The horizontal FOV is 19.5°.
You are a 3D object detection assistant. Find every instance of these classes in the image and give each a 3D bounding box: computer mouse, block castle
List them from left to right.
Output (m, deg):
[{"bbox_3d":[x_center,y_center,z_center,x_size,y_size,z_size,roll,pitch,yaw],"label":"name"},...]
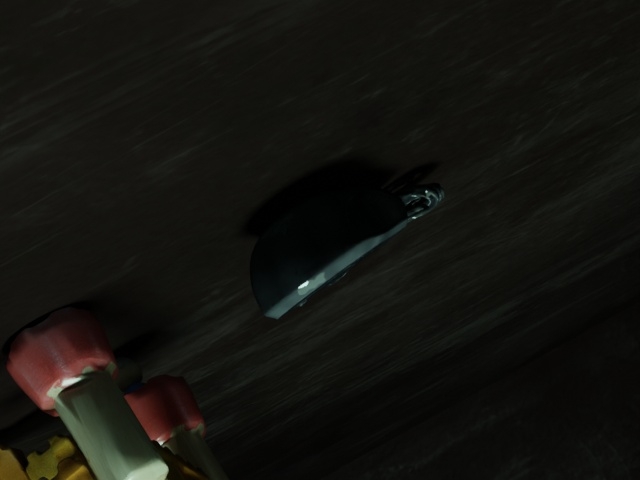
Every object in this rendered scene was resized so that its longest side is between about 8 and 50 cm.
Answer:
[{"bbox_3d":[-0.309,0.263,1.614,0.453,0.213,0.303,-38,154,3],"label":"block castle"},{"bbox_3d":[0.000,0.000,1.622,0.188,0.072,0.272,-36,178,14],"label":"computer mouse"}]
